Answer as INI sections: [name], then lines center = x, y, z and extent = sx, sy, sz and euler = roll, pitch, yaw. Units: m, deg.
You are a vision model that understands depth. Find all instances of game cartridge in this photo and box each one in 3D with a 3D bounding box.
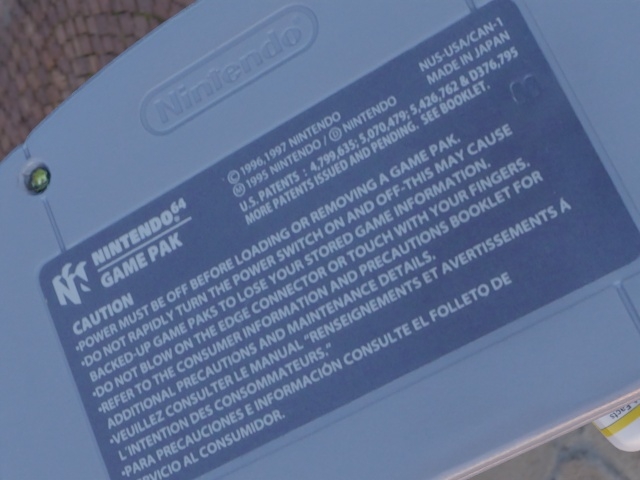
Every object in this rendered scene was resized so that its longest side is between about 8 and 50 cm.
[game cartridge]
center = 0.000, 0.000, 0.399
extent = 0.294, 0.060, 0.196
euler = -28, 77, 16

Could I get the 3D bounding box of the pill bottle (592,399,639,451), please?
[pill bottle]
center = 0.139, 0.054, 0.506
extent = 0.116, 0.065, 0.065
euler = 49, 139, 9
